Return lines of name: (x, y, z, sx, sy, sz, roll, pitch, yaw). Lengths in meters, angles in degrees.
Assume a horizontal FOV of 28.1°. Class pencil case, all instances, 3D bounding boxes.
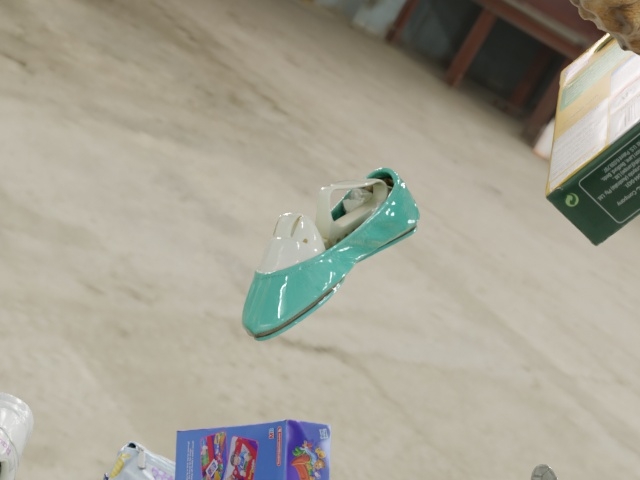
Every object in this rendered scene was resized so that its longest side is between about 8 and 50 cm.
pencil case: (-0.233, 0.441, 2.196, 0.273, 0.124, 0.113, 20, 11, 14)

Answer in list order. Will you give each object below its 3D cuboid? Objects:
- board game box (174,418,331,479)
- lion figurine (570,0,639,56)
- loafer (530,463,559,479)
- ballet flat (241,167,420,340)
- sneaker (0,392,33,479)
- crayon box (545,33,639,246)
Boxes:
board game box: (-0.096, 0.414, 1.651, 0.078, 0.347, 0.233, 14, -18, -41)
lion figurine: (0.351, -0.146, 0.935, 0.392, 0.142, 0.240, 32, -1, -11)
loafer: (0.321, 0.372, 1.767, 0.039, 0.045, 0.125, 30, 43, -65)
ballet flat: (0.000, 0.000, 1.198, 0.083, 0.087, 0.247, -4, 24, 45)
sneaker: (-0.472, 0.343, 1.648, 0.114, 0.305, 0.152, 23, 20, -11)
crayon box: (0.346, -0.152, 1.349, 0.083, 0.203, 0.323, 42, 30, -12)
